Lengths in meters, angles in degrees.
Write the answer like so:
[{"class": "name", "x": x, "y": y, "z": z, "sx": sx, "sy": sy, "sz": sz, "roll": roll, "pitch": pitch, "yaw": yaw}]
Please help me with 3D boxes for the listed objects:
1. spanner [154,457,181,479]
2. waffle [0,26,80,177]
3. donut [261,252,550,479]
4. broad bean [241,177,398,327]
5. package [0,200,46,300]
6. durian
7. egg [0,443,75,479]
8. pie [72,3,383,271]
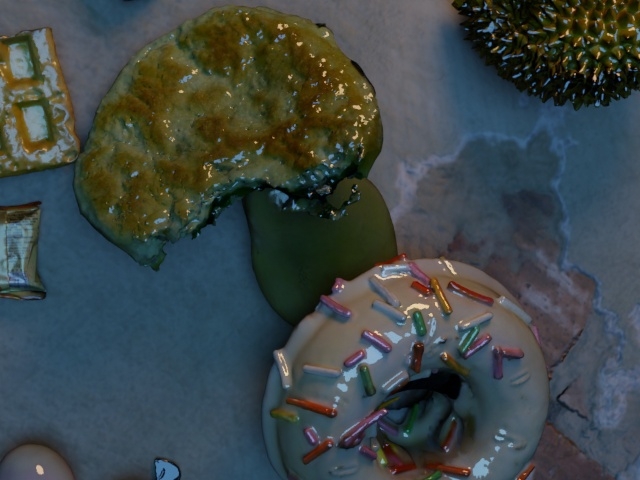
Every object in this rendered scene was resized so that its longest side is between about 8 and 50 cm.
[{"class": "spanner", "x": -0.186, "y": 0.380, "z": 1.377, "sx": 0.046, "sy": 0.012, "sz": 0.208, "roll": -12, "pitch": 94, "yaw": -12}, {"class": "waffle", "x": -0.429, "y": -0.144, "z": 1.253, "sx": 0.274, "sy": 0.057, "sz": 0.168, "roll": -13, "pitch": 100, "yaw": -9}, {"class": "donut", "x": 0.119, "y": 0.203, "z": 1.315, "sx": 0.383, "sy": 0.142, "sz": 0.382, "roll": -8, "pitch": 112, "yaw": -19}, {"class": "broad bean", "x": 0.000, "y": 0.000, "z": 1.334, "sx": 0.189, "sy": 0.121, "sz": 0.263, "roll": -28, "pitch": 116, "yaw": -11}, {"class": "package", "x": -0.389, "y": 0.014, "z": 1.294, "sx": 0.108, "sy": 0.031, "sz": 0.120, "roll": -3, "pitch": 92, "yaw": -11}, {"class": "durian", "x": 0.317, "y": -0.285, "z": 1.294, "sx": 0.293, "sy": 0.258, "sz": 0.258, "roll": -23, "pitch": 101, "yaw": 9}, {"class": "egg", "x": -0.346, "y": 0.313, "z": 1.301, "sx": 0.103, "sy": 0.103, "sz": 0.135, "roll": -8, "pitch": 97, "yaw": -10}, {"class": "pie", "x": -0.116, "y": -0.128, "z": 1.233, "sx": 0.371, "sy": 0.078, "sz": 0.296, "roll": -17, "pitch": 69, "yaw": 11}]
